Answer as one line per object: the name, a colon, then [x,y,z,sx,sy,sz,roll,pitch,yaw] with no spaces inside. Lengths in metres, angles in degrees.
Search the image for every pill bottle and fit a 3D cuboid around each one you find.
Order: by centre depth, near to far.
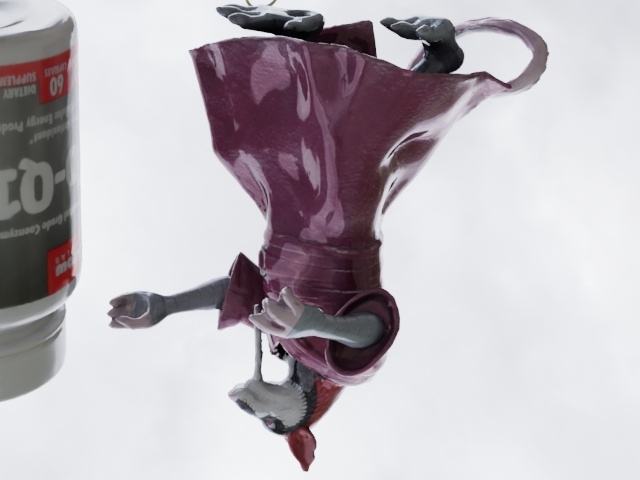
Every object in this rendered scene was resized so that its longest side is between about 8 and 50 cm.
pill bottle: [-0.258,-0.032,0.880,0.161,0.283,0.161,3,-155,-2]

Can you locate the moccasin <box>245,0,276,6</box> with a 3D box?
moccasin: [-0.089,-0.402,1.613,0.139,0.380,0.147,-46,-76,-12]

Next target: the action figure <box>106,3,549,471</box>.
action figure: [0.000,0.000,0.952,0.275,0.248,0.370,-11,-69,-37]
